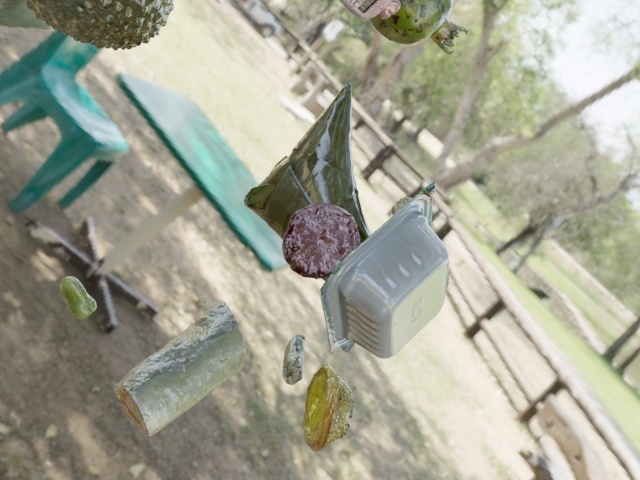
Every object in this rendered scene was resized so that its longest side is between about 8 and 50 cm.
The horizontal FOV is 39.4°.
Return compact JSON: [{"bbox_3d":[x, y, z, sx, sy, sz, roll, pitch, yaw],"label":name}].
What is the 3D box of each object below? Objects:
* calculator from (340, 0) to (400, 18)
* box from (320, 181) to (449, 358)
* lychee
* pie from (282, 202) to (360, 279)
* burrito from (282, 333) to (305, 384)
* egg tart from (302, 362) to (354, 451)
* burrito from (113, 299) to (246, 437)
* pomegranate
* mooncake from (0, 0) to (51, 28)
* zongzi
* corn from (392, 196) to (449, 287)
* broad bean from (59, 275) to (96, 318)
[{"bbox_3d":[0.086,-0.457,1.622,0.166,0.103,0.024,29,27,-46],"label":"calculator"},{"bbox_3d":[0.134,0.089,1.540,0.106,0.264,0.337,42,-17,22],"label":"box"},{"bbox_3d":[-0.310,-0.402,1.272,0.255,0.255,0.274,52,3,40],"label":"lychee"},{"bbox_3d":[0.000,0.000,1.683,0.154,0.154,0.036,44,-11,12],"label":"pie"},{"bbox_3d":[-0.058,0.256,1.916,0.041,0.055,0.149,55,15,-22],"label":"burrito"},{"bbox_3d":[0.019,0.347,1.841,0.074,0.191,0.191,13,18,-11],"label":"egg tart"},{"bbox_3d":[-0.256,0.239,1.735,0.143,0.299,0.105,31,-37,31],"label":"burrito"},{"bbox_3d":[0.218,-0.515,1.942,0.245,0.198,0.198,7,26,-23],"label":"pomegranate"},{"bbox_3d":[-0.601,-0.518,1.640,0.250,0.254,0.136,5,44,-18],"label":"mooncake"},{"bbox_3d":[0.052,-0.113,1.937,0.323,0.360,0.160,43,17,14],"label":"zongzi"},{"bbox_3d":[0.218,0.023,1.955,0.086,0.086,0.288,55,-7,48],"label":"corn"},{"bbox_3d":[-0.445,0.103,1.631,0.045,0.063,0.083,-36,92,-34],"label":"broad bean"}]
